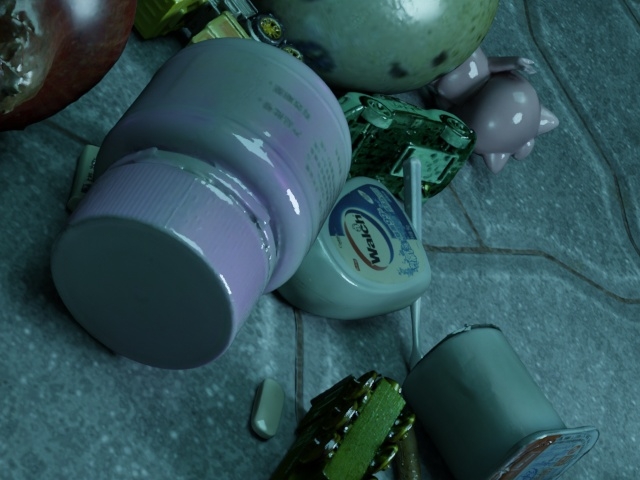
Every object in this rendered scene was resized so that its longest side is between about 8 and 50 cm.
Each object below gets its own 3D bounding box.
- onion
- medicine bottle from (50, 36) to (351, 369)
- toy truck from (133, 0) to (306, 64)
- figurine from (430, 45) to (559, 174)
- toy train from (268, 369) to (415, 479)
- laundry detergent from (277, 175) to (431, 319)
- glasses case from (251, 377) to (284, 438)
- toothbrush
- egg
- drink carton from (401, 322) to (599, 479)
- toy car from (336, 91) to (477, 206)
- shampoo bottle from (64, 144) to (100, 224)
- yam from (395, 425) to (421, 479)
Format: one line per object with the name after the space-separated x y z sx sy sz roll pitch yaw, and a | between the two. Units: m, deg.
-0.362 -0.275 1.426 0.353 0.353 0.354 31 36 -26 | onion
-0.127 -0.041 1.521 0.256 0.256 0.325 40 44 -13 | medicine bottle
-0.152 -0.268 1.865 0.272 0.124 0.157 53 43 2 | toy truck
0.253 -0.257 2.285 0.287 0.176 0.186 43 10 0 | figurine
0.015 0.232 1.522 0.090 0.137 0.225 49 36 -6 | toy train
0.000 0.000 1.776 0.280 0.105 0.215 2 55 -46 | laundry detergent
-0.059 0.190 1.580 0.032 0.021 0.083 37 34 -19 | glasses case
0.130 0.037 1.885 0.030 0.025 0.342 25 53 -42 | toothbrush
0.067 -0.380 2.034 0.428 0.345 0.345 -13 65 -41 | egg
0.209 0.225 1.738 0.191 0.185 0.189 2 43 -47 | drink carton
0.089 -0.145 2.010 0.306 0.136 0.125 8 36 -44 | toy car
-0.261 -0.052 1.587 0.049 0.034 0.141 38 35 -25 | shampoo bottle
0.106 0.275 1.676 0.032 0.032 0.145 26 39 -31 | yam
